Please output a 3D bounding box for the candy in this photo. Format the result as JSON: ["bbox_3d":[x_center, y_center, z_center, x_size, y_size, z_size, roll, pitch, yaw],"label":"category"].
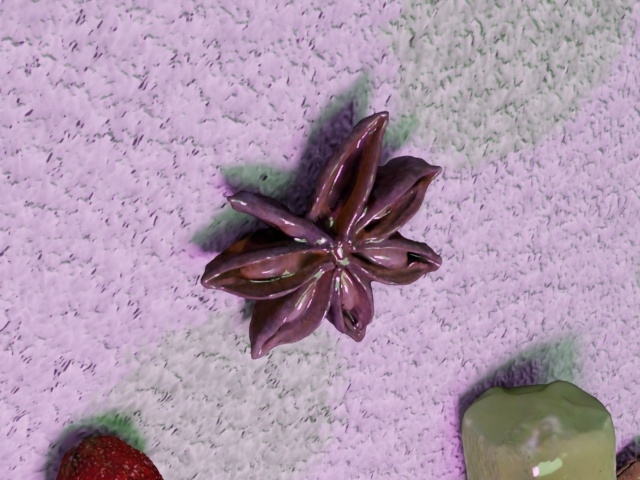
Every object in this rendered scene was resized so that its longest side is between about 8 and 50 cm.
[{"bbox_3d":[0.218,0.297,1.380,0.142,0.132,0.343,-20,123,-26],"label":"candy"}]

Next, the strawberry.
[{"bbox_3d":[-0.172,0.206,1.096,0.106,0.106,0.106,-18,128,-25],"label":"strawberry"}]

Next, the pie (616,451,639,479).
[{"bbox_3d":[0.286,0.354,1.534,0.282,0.068,0.128,-43,132,4],"label":"pie"}]

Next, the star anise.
[{"bbox_3d":[0.009,0.009,1.099,0.212,0.073,0.197,-31,129,-10],"label":"star anise"}]
